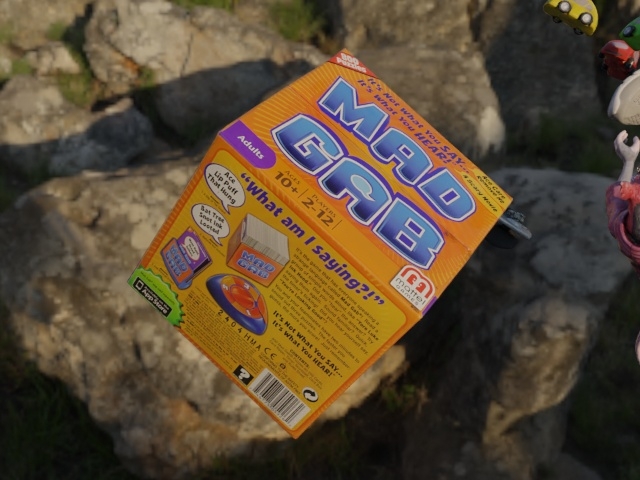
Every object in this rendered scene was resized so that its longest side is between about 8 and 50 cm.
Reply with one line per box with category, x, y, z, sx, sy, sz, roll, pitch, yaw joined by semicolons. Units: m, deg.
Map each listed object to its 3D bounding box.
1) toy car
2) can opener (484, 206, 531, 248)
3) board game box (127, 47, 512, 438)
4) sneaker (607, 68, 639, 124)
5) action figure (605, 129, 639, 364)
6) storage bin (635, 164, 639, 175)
toy car;0.523;-0.353;1.626;0.239;0.053;0.225;34;-5;-27
can opener;0.304;-0.068;1.876;0.280;0.093;0.074;34;19;-21
board game box;0.000;0.000;1.451;0.356;0.356;0.356;43;42;4
sneaker;0.627;-0.235;1.622;0.281;0.105;0.115;-8;43;-16
action figure;0.477;0.024;1.349;0.248;0.275;0.370;33;-5;46
storage bin;0.711;-0.090;1.840;0.180;0.122;0.084;-3;-12;33
